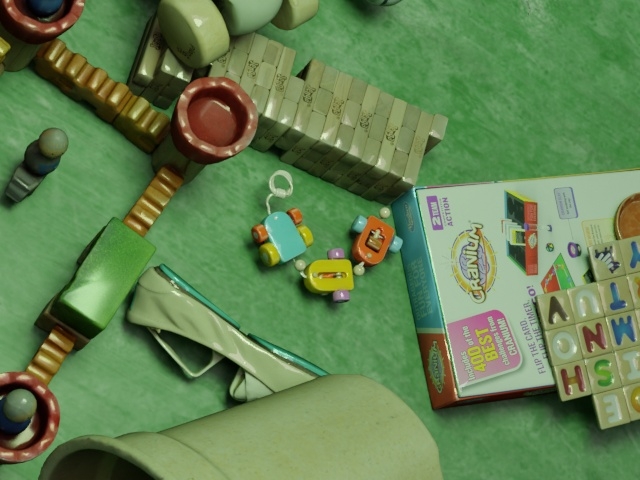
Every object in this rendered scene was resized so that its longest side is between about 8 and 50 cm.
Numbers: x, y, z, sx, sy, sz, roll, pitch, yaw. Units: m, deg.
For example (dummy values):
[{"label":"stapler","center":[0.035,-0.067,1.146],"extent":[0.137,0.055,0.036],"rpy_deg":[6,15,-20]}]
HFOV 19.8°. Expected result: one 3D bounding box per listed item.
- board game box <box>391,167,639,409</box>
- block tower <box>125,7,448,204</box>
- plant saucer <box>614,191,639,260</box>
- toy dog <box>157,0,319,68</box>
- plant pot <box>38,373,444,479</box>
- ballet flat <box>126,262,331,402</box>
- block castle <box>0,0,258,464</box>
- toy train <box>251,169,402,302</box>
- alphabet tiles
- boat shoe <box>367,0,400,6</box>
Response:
[{"label":"board game box","center":[0.253,0.049,2.048],"extent":[0.316,0.064,0.242],"rpy_deg":[-5,76,-23]},{"label":"block tower","center":[-0.035,-0.144,1.975],"extent":[0.335,0.091,0.097],"rpy_deg":[22,68,-14]},{"label":"plant saucer","center":[0.368,-0.013,2.069],"extent":[0.083,0.013,0.083],"rpy_deg":[7,71,-21]},{"label":"toy dog","center":[-0.131,-0.333,1.851],"extent":[0.333,0.161,0.220],"rpy_deg":[39,63,-8]},{"label":"plant pot","center":[-0.049,0.282,1.737],"extent":[0.305,0.334,0.334],"rpy_deg":[-24,84,-38]},{"label":"ballet flat","center":[-0.092,0.118,1.888],"extent":[0.248,0.086,0.086],"rpy_deg":[34,65,-8]},{"label":"block castle","center":[-0.293,-0.033,1.768],"extent":[0.303,0.213,0.453],"rpy_deg":[36,65,-8]},{"label":"toy train","center":[0.000,0.000,1.973],"extent":[0.166,0.046,0.125],"rpy_deg":[27,65,-16]},{"label":"alphabet tiles","center":[0.351,0.095,2.025],"extent":[0.237,0.009,0.198],"rpy_deg":[-11,86,-25]},{"label":"boat shoe","center":[-0.035,-0.408,2.031],"extent":[0.156,0.136,0.367],"rpy_deg":[-22,80,-26]}]
